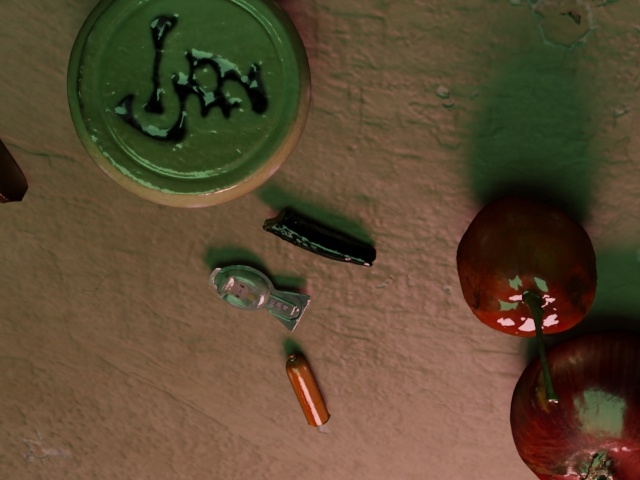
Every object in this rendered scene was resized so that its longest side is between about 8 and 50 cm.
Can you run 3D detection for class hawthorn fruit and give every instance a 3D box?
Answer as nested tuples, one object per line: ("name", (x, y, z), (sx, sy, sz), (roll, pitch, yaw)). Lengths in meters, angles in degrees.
("hawthorn fruit", (0.218, 0.061, 1.681), (0.165, 0.285, 0.165), (2, 116, 5))

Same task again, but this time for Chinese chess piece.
("Chinese chess piece", (-0.134, -0.158, 1.640), (0.250, 0.101, 0.250), (0, 94, -5))

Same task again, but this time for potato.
("potato", (-0.409, -0.070, 1.852), (0.103, 0.066, 0.096), (-18, 117, 25))

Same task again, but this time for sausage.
("sausage", (-0.019, 0.181, 1.974), (0.031, 0.031, 0.107), (-11, 121, 19))

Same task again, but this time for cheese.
("cheese", (-0.075, 0.063, 1.902), (0.120, 0.026, 0.067), (23, 127, -6))

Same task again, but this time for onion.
("onion", (0.338, 0.215, 1.859), (0.248, 0.161, 0.248), (-7, 126, -10))

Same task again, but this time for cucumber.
("cucumber", (-0.001, 0.001, 1.838), (0.134, 0.033, 0.034), (26, 129, -7))
